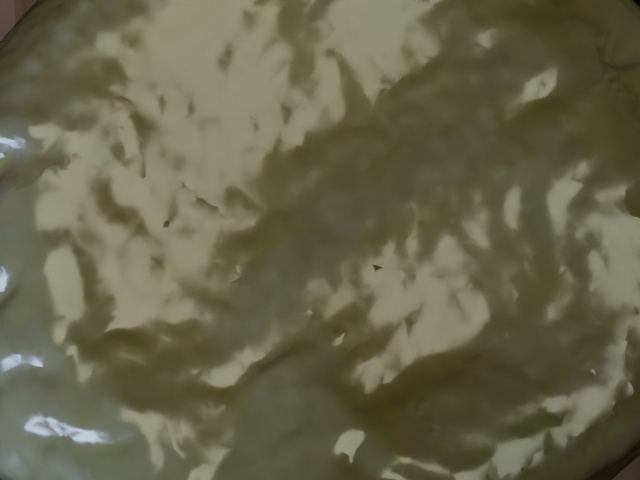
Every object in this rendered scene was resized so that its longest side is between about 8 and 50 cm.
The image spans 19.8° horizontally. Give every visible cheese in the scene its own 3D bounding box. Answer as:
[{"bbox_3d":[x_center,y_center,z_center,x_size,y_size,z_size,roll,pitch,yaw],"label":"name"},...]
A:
[{"bbox_3d":[0.000,0.000,0.526,0.226,0.117,0.214,-25,77,-14],"label":"cheese"}]

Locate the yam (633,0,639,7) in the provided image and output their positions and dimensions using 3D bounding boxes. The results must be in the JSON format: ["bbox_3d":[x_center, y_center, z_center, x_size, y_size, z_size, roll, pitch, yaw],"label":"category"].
[{"bbox_3d":[0.024,-0.146,0.590,0.317,0.067,0.071,29,50,-4],"label":"yam"}]
